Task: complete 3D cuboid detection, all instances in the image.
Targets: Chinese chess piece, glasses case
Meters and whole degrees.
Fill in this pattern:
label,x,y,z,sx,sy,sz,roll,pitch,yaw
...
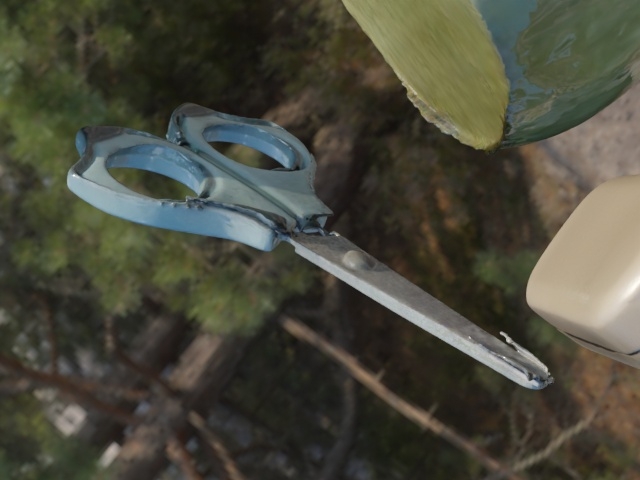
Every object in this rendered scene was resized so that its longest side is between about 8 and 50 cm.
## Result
label,x,y,z,sx,sy,sz,roll,pitch,yaw
Chinese chess piece,0.037,-0.119,0.467,0.188,0.083,0.188,55,176,5
glasses case,0.141,0.012,0.655,0.050,0.083,0.196,33,-179,-2

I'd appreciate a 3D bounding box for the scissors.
label,x,y,z,sx,sy,sz,roll,pitch,yaw
scissors,0.000,-0.001,0.925,0.360,0.191,0.029,30,120,32
